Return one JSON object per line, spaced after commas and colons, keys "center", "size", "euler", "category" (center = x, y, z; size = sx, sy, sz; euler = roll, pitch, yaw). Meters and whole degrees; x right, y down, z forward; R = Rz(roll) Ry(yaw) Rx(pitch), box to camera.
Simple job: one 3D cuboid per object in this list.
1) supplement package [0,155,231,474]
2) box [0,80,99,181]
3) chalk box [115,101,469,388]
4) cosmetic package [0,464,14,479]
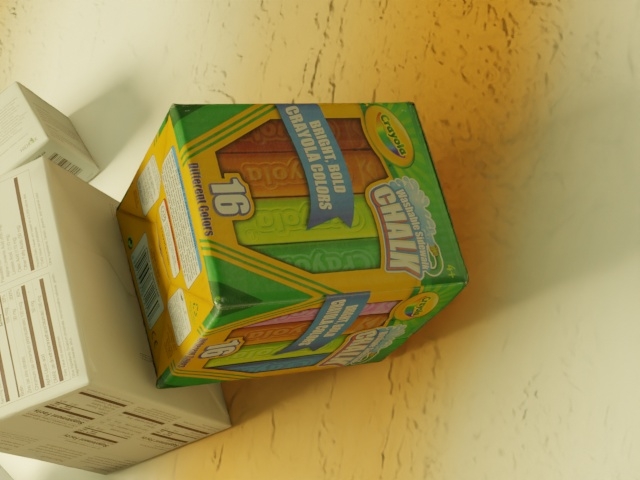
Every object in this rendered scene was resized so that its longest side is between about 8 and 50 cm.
{"center": [-0.217, 0.078, 1.077], "size": [0.145, 0.262, 0.204], "euler": [-22, 68, 13], "category": "supplement package"}
{"center": [-0.307, -0.089, 1.252], "size": [0.102, 0.101, 0.087], "euler": [-37, 64, 7], "category": "box"}
{"center": [0.000, 0.000, 1.032], "size": [0.289, 0.179, 0.180], "euler": [-5, 66, -27], "category": "chalk box"}
{"center": [-0.360, 0.319, 1.110], "size": [0.117, 0.085, 0.231], "euler": [38, 89, 25], "category": "cosmetic package"}
